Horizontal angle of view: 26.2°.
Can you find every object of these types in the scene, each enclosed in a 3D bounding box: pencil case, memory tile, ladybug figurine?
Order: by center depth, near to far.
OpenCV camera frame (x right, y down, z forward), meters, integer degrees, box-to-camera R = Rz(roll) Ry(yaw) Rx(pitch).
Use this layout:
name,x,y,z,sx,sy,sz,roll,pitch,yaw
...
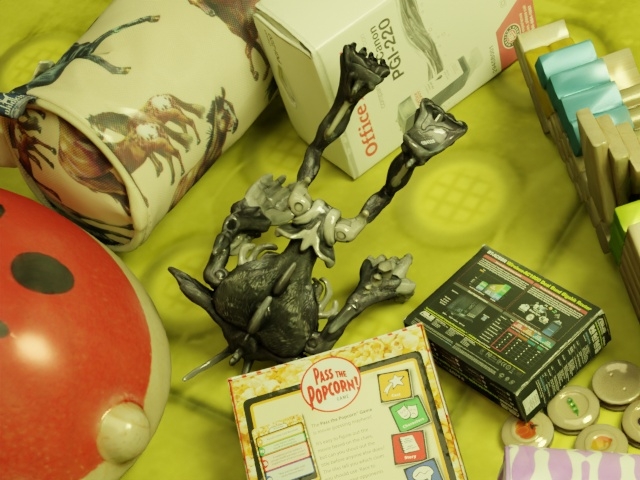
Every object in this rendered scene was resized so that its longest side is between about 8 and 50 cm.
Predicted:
name,x,y,z,sx,sy,sz,roll,pitch,yaw
pencil case,0.204,0.177,0.840,0.206,0.086,0.088,5,47,9
memory tile,0.198,0.154,0.930,0.113,0.012,0.148,-25,48,-4
ladybug figurine,-0.317,0.067,1.070,0.449,0.162,0.305,14,57,28
pencil case,-0.109,-0.185,1.204,0.183,0.160,0.410,29,60,17

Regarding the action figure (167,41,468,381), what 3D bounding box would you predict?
name,x,y,z,sx,sy,sz,roll,pitch,yaw
action figure,0.000,0.000,1.041,0.164,0.141,0.276,36,107,10

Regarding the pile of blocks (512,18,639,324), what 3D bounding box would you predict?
name,x,y,z,sx,sy,sz,roll,pitch,yaw
pile of blocks,0.244,-0.068,1.011,0.112,0.149,0.362,-19,48,2

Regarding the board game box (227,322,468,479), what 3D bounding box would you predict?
name,x,y,z,sx,sy,sz,roll,pitch,yaw
board game box,0.026,0.165,0.934,0.147,0.045,0.193,-16,58,4

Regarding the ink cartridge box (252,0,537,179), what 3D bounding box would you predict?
name,x,y,z,sx,sy,sz,roll,pitch,yaw
ink cartridge box,0.068,-0.180,1.154,0.218,0.158,0.092,-36,50,-12

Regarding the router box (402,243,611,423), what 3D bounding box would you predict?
name,x,y,z,sx,sy,sz,roll,pitch,yaw
router box,0.134,0.065,0.999,0.092,0.038,0.122,-41,44,-16
